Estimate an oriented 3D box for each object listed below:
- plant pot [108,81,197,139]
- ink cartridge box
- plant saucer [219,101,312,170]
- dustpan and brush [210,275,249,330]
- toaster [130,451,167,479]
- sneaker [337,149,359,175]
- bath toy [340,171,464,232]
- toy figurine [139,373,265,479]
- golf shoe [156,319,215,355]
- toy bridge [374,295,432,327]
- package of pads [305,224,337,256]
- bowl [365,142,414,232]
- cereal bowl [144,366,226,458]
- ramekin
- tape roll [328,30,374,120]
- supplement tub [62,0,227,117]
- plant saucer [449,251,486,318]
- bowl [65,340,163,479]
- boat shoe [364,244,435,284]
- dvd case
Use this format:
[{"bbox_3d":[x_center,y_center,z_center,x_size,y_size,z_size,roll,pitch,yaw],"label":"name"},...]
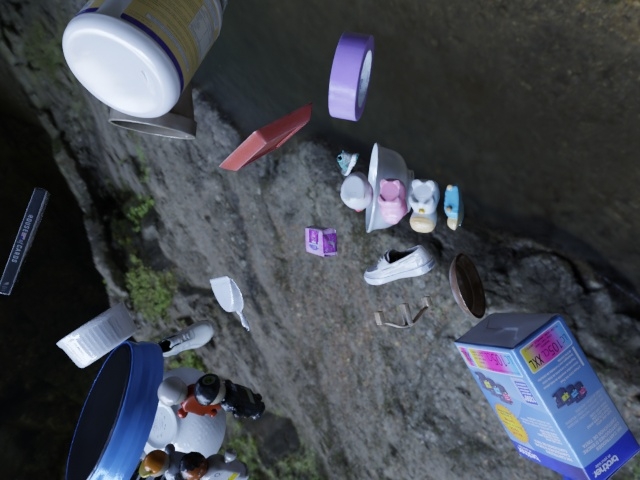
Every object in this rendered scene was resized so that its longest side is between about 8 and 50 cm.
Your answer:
[{"bbox_3d":[-0.619,-0.554,2.065,0.323,0.324,0.280,-165,82,-71],"label":"plant pot"},{"bbox_3d":[0.508,0.365,1.221,0.395,0.151,0.270,58,166,-1],"label":"ink cartridge box"},{"bbox_3d":[-0.162,-0.313,1.698,0.258,0.259,0.047,-28,97,51],"label":"plant saucer"},{"bbox_3d":[-0.299,0.221,1.880,0.147,0.060,0.211,-14,94,52],"label":"dustpan and brush"},{"bbox_3d":[-0.608,0.842,1.970,0.168,0.185,0.110,33,172,-10],"label":"toaster"},{"bbox_3d":[0.102,-0.323,2.216,0.076,0.064,0.166,23,157,-4],"label":"sneaker"},{"bbox_3d":[0.229,-0.110,1.556,0.349,0.151,0.129,11,-179,24],"label":"bath toy"},{"bbox_3d":[-0.231,0.364,1.038,0.213,0.209,0.148,-13,145,42],"label":"toy figurine"},{"bbox_3d":[-0.371,0.271,1.472,0.069,0.176,0.086,64,-175,9],"label":"golf shoe"},{"bbox_3d":[0.234,0.202,1.478,0.026,0.188,0.063,-19,84,60],"label":"toy bridge"},{"bbox_3d":[0.000,0.000,0.985,0.083,0.032,0.050,-167,71,-65],"label":"package of pads"},{"bbox_3d":[0.230,-0.167,1.787,0.298,0.134,0.297,6,-90,-90],"label":"bowl"},{"bbox_3d":[-0.484,0.596,1.792,0.339,0.339,0.141,47,-164,23],"label":"cereal bowl"},{"bbox_3d":[-0.846,0.365,2.087,0.135,0.277,0.277,56,168,-5],"label":"ramekin"},{"bbox_3d":[0.104,-0.538,1.787,0.090,0.274,0.274,13,158,9],"label":"tape roll"},{"bbox_3d":[-0.352,-0.453,1.148,0.241,0.331,0.241,15,149,9],"label":"supplement tub"},{"bbox_3d":[0.421,0.133,1.576,0.036,0.198,0.198,-20,114,34],"label":"plant saucer"},{"bbox_3d":[-0.500,0.426,1.307,0.077,0.391,0.391,26,-179,-28],"label":"bowl"},{"bbox_3d":[0.224,0.070,1.669,0.268,0.096,0.088,-15,113,53],"label":"boat shoe"},{"bbox_3d":[-0.674,-0.003,1.242,0.030,0.238,0.179,19,174,-24],"label":"dvd case"}]
